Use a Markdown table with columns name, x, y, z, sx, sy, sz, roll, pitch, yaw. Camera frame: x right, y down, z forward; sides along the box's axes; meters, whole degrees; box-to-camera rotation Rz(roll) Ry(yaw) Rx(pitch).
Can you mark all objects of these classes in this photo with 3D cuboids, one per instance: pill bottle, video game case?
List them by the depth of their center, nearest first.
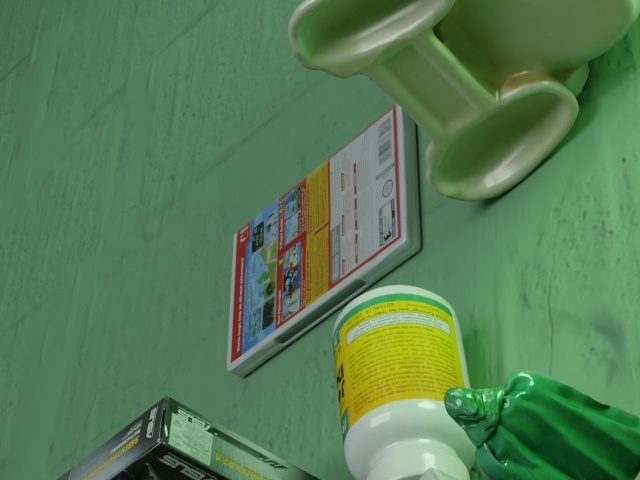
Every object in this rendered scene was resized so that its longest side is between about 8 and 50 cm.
| name | x | y | z | sx | sy | sz | roll | pitch | yaw |
| --- | --- | --- | --- | --- | --- | --- | --- | --- | --- |
| pill bottle | 0.075 | 0.148 | 1.456 | 0.117 | 0.118 | 0.208 | -42 | 34 | 29 |
| video game case | 0.000 | 0.000 | 1.805 | 0.285 | 0.025 | 0.204 | -37 | 36 | 34 |

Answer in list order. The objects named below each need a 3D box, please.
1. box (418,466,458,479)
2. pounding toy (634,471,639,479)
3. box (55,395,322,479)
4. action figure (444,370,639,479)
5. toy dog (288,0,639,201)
| name | x | y | z | sx | sy | sz | roll | pitch | yaw |
| --- | --- | --- | --- | --- | --- | --- | --- | --- | --- |
| box | 0.136 | 0.280 | 1.174 | 0.119 | 0.181 | 0.182 | -53 | 29 | 13 |
| pounding toy | 0.307 | 0.196 | 1.087 | 0.206 | 0.094 | 0.181 | 25 | 81 | 52 |
| box | -0.107 | 0.251 | 1.529 | 0.183 | 0.231 | 0.056 | -38 | 32 | 33 |
| action figure | 0.176 | 0.154 | 1.174 | 0.063 | 0.232 | 0.137 | 6 | 68 | 59 |
| toy dog | 0.146 | -0.319 | 1.614 | 0.395 | 0.284 | 0.408 | -41 | 32 | 29 |
